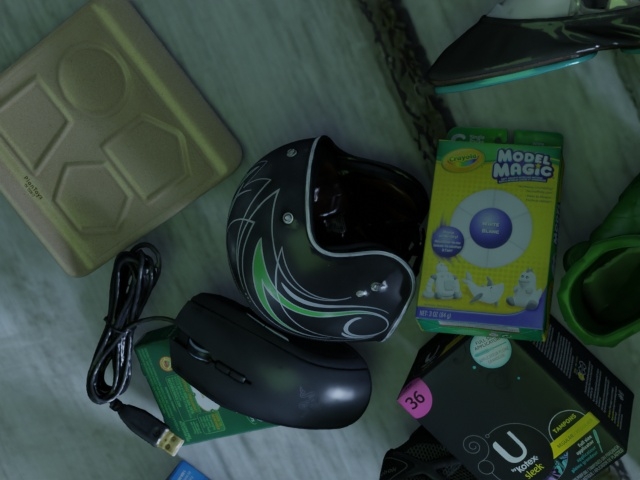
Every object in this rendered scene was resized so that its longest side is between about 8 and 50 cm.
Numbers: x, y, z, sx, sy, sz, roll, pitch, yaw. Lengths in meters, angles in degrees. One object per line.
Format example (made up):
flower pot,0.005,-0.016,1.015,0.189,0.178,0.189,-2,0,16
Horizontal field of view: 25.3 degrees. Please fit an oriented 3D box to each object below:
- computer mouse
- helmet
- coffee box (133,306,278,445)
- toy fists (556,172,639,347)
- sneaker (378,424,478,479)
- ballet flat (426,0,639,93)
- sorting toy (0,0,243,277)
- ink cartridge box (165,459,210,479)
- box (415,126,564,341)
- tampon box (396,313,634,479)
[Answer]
computer mouse,-0.096,0.134,1.278,0.262,0.060,0.184,26,114,7
helmet,0.000,0.000,1.188,0.162,0.169,0.169,20,117,-5
coffee box,-0.070,0.121,1.323,0.184,0.040,0.113,-16,105,22
toy fists,0.293,-0.033,1.105,0.096,0.142,0.279,47,117,9
sneaker,0.148,0.232,1.288,0.228,0.130,0.087,21,139,-24
ballet flat,0.217,-0.177,1.098,0.281,0.095,0.096,-7,100,7
sorting toy,-0.200,-0.093,1.277,0.208,0.038,0.193,-34,100,20
ink cartridge box,-0.097,0.321,1.360,0.191,0.139,0.082,36,115,-2
box,0.141,-0.012,1.158,0.105,0.043,0.179,4,70,13
tampon box,0.170,0.136,1.229,0.161,0.101,0.120,43,116,-4
